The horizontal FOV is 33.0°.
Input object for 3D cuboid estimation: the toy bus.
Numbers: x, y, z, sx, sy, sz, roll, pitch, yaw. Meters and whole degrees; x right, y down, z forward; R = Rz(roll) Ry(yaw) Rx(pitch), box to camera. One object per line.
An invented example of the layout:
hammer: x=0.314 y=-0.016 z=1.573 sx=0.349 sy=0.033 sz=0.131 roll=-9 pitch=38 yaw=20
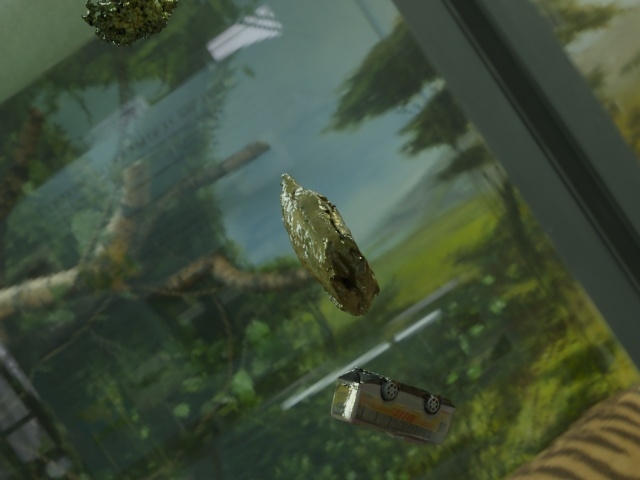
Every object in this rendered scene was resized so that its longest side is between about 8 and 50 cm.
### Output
toy bus: x=0.093 y=0.212 z=1.366 sx=0.057 sy=0.172 sz=0.072 roll=6 pitch=77 yaw=52

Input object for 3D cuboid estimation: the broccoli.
broccoli: x=-0.180 y=-0.241 z=1.047 sx=0.097 sy=0.092 sz=0.095 roll=-27 pitch=36 yaw=14

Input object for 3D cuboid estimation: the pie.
pie: x=0.000 y=0.000 z=1.311 sx=0.068 sy=0.129 sz=0.282 roll=-25 pitch=22 yaw=-4
